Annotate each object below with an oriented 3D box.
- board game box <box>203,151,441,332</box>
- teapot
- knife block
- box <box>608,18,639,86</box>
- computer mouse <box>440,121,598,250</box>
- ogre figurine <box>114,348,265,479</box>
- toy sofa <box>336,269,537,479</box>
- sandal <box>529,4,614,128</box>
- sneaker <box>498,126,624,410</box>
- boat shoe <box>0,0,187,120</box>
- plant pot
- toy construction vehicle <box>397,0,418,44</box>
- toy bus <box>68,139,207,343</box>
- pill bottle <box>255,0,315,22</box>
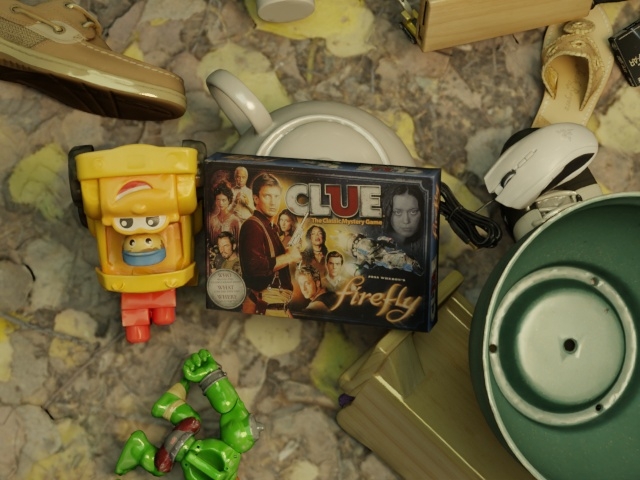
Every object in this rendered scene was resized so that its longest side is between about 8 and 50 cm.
[{"bbox_3d":[0.000,0.000,1.391,0.243,0.042,0.165,5,106,17],"label":"board game box"},{"bbox_3d":[-0.003,-0.056,1.492,0.256,0.187,0.253,2,77,0],"label":"teapot"},{"bbox_3d":[0.270,-0.301,1.570,0.242,0.088,0.276,24,59,14],"label":"knife block"},{"bbox_3d":[0.393,-0.232,1.612,0.083,0.018,0.067,-31,105,-8],"label":"box"},{"bbox_3d":[0.216,-0.074,1.479,0.193,0.042,0.106,-36,54,-4],"label":"computer mouse"},{"bbox_3d":[-0.145,0.231,1.471,0.118,0.097,0.197,33,67,18],"label":"ogre figurine"},{"bbox_3d":[0.199,0.225,1.466,0.362,0.177,0.150,43,57,9],"label":"toy sofa"},{"bbox_3d":[0.297,-0.192,1.583,0.088,0.079,0.240,17,77,3],"label":"sandal"},{"bbox_3d":[0.284,0.021,1.489,0.122,0.146,0.331,-16,81,-1],"label":"sneaker"},{"bbox_3d":[-0.307,-0.229,1.561,0.341,0.121,0.110,18,78,4],"label":"boat shoe"},{"bbox_3d":[0.268,0.105,1.306,0.293,0.196,0.293,0,88,-11],"label":"plant pot"},{"bbox_3d":[0.133,-0.284,1.624,0.086,0.035,0.098,-33,79,-8],"label":"toy construction vehicle"},{"bbox_3d":[-0.192,0.004,1.465,0.149,0.220,0.211,-2,83,-5],"label":"toy bus"},{"bbox_3d":[-0.049,-0.350,1.607,0.094,0.094,0.169,-6,77,-2],"label":"pill bottle"}]
